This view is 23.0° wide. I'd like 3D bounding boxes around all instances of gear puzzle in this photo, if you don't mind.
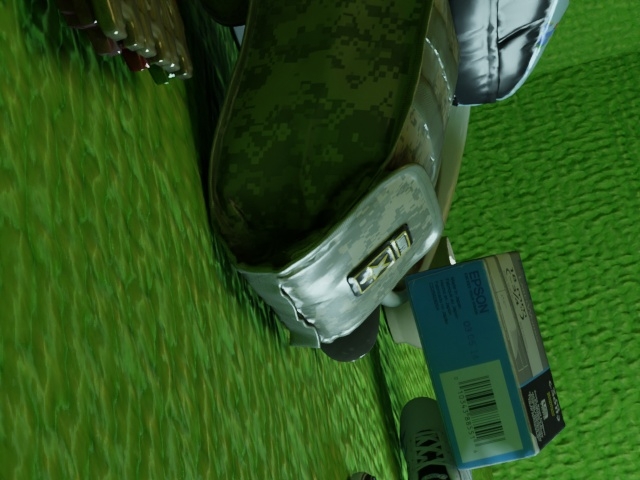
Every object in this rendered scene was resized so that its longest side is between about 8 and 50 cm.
[{"bbox_3d":[-0.129,-0.179,0.947,0.339,0.044,0.175,-1,75,-85],"label":"gear puzzle"}]

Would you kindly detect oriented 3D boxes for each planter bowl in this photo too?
[{"bbox_3d":[0.144,0.085,2.184,0.162,0.109,0.162,-14,90,-83],"label":"planter bowl"}]

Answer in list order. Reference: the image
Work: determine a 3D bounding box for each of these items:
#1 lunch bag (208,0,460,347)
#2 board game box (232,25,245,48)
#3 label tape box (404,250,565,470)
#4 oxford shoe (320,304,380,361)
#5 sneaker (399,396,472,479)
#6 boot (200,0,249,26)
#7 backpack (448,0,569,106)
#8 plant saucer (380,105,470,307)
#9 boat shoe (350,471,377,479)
[{"bbox_3d":[0.014,-0.068,1.240,0.235,0.169,0.287,59,42,-71],"label":"lunch bag"},{"bbox_3d":[-0.070,-0.327,1.542,0.318,0.066,0.318,-94,168,-54],"label":"board game box"},{"bbox_3d":[0.222,0.138,1.976,0.334,0.106,0.240,-7,82,-72],"label":"label tape box"},{"bbox_3d":[0.004,0.011,1.442,0.076,0.076,0.212,-115,-172,-68],"label":"oxford shoe"},{"bbox_3d":[0.140,0.279,1.882,0.086,0.085,0.237,76,4,-48],"label":"sneaker"},{"bbox_3d":[-0.100,-0.279,1.207,0.165,0.077,0.213,4,72,-80],"label":"boot"},{"bbox_3d":[0.108,-0.269,1.416,0.355,0.290,0.273,89,10,-46],"label":"backpack"},{"bbox_3d":[0.084,-0.124,1.861,0.400,0.101,0.400,11,90,-73],"label":"plant saucer"},{"bbox_3d":[0.051,0.258,1.423,0.142,0.040,0.049,-90,163,-62],"label":"boat shoe"}]
